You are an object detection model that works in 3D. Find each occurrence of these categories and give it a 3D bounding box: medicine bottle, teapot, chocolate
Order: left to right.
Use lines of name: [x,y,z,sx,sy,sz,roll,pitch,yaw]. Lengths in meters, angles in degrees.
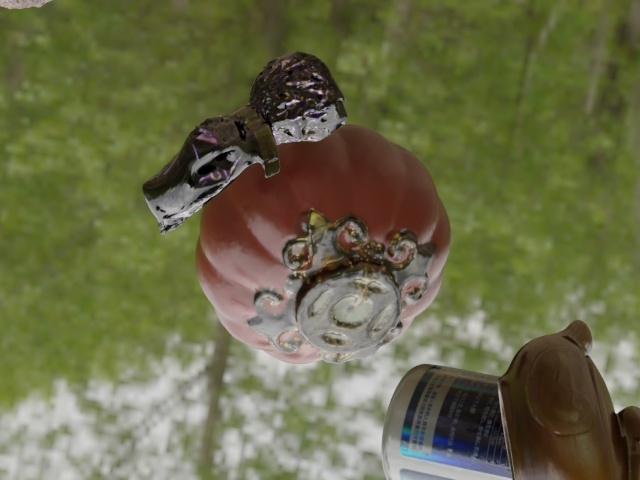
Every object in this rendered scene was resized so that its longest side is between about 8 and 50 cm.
chocolate: [-0.047,-0.061,1.198,0.070,0.072,0.147,25,-131,23]
medicine bottle: [0.151,0.160,1.443,0.191,0.107,0.107,9,-175,25]
teapot: [0.134,0.098,0.963,0.078,0.098,0.129,-8,-136,3]

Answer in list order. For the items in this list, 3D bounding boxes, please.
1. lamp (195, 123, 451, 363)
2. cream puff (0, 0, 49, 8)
lamp: [0.000,0.000,1.653,0.226,0.227,0.227,11,-173,-1]
cream puff: [-0.209,-0.242,1.435,0.084,0.149,0.149,24,-176,-13]
